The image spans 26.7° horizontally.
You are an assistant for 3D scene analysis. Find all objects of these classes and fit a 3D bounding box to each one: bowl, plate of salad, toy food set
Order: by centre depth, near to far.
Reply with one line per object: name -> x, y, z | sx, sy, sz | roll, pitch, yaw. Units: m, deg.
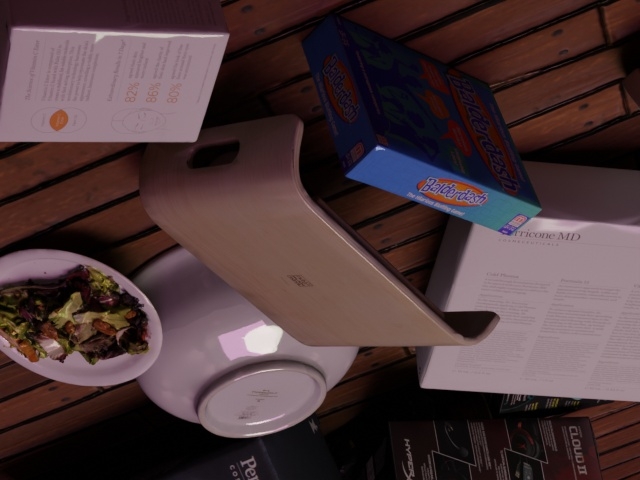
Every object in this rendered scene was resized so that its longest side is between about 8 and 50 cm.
toy food set -> 0.000, 0.000, 1.254 | 0.220, 0.092, 0.306 | -5, 143, 47
plate of salad -> -0.260, 0.088, 1.375 | 0.200, 0.048, 0.199 | 6, 132, 7
bowl -> -0.077, 0.123, 1.473 | 0.298, 0.134, 0.298 | -11, 144, -8

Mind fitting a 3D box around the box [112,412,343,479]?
box -> -0.151, 0.414, 1.639 | 0.396, 0.293, 0.212 | -25, 178, 16

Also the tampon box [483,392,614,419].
tampon box -> 0.285, 0.149, 1.681 | 0.161, 0.101, 0.120 | -11, 146, -8

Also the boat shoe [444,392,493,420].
boat shoe -> 0.189, 0.304, 1.873 | 0.095, 0.095, 0.257 | -7, 132, -13

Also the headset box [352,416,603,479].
headset box -> 0.207, 0.313, 1.711 | 0.293, 0.110, 0.218 | 1, 150, -13

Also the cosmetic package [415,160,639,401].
cosmetic package -> 0.315, 0.053, 1.483 | 0.377, 0.097, 0.284 | 5, 137, -8

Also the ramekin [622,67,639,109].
ramekin -> 0.396, -0.109, 1.289 | 0.109, 0.207, 0.207 | -40, 140, 17

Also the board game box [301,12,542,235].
board game box -> 0.092, -0.101, 1.206 | 0.210, 0.160, 0.047 | 17, 132, -40

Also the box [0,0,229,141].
box -> -0.175, -0.154, 1.084 | 0.171, 0.091, 0.130 | -1, 143, -21

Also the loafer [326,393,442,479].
loafer -> 0.081, 0.265, 1.790 | 0.078, 0.076, 0.223 | 14, 140, -44
